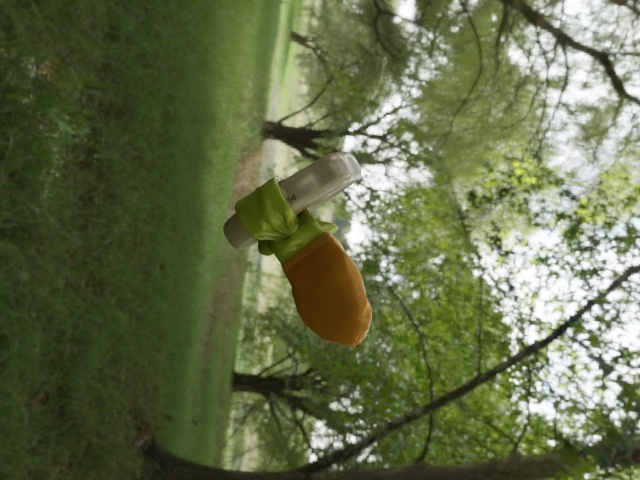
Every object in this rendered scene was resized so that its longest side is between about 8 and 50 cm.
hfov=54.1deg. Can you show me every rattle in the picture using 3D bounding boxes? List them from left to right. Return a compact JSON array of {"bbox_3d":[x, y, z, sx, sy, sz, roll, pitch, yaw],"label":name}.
[{"bbox_3d":[0.000,0.000,0.554,0.130,0.142,0.199,-48,-179,-8],"label":"rattle"}]
